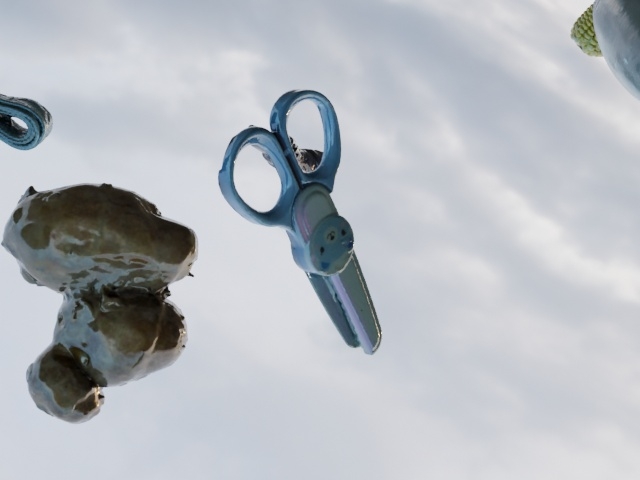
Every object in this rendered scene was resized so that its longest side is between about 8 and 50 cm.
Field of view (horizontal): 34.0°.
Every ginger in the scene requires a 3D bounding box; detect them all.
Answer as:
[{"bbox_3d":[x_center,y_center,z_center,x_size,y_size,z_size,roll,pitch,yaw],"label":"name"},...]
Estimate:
[{"bbox_3d":[-0.274,0.078,1.326,0.244,0.304,0.155,-3,-178,-9],"label":"ginger"}]

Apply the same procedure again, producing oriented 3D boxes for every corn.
[{"bbox_3d":[0.490,-0.381,1.593,0.081,0.248,0.081,35,-153,-21],"label":"corn"}]

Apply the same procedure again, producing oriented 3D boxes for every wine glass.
[{"bbox_3d":[0.174,-0.081,0.506,0.066,0.066,0.198,25,-150,-15],"label":"wine glass"}]

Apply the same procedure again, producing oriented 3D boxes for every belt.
[{"bbox_3d":[-0.603,-0.260,1.797,0.302,0.087,0.072,32,-154,-11],"label":"belt"}]

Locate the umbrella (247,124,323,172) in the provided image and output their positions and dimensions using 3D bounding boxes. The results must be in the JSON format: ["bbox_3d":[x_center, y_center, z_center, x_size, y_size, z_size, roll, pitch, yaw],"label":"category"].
[{"bbox_3d":[-0.062,-0.143,1.742,0.071,0.071,0.248,52,-164,28],"label":"umbrella"}]

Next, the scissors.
[{"bbox_3d":[0.000,0.000,0.894,0.030,0.256,0.125,12,-134,45],"label":"scissors"}]
